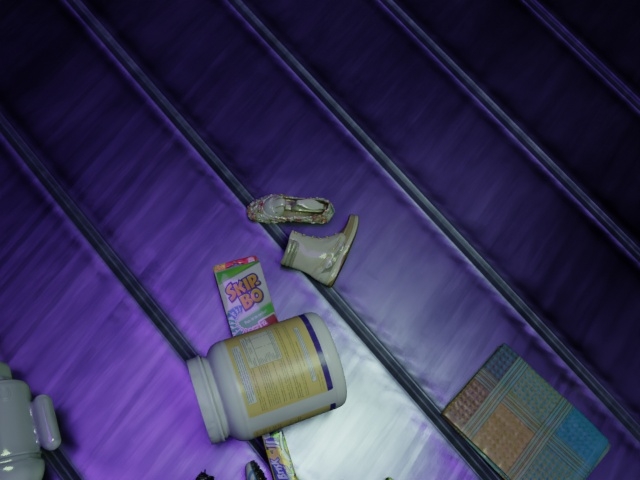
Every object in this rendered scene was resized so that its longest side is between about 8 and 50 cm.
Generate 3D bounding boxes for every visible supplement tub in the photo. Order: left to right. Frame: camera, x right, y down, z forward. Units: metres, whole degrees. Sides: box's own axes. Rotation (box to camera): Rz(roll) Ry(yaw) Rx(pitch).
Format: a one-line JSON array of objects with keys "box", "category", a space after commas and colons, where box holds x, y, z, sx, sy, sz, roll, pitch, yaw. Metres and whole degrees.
[{"box": [-0.128, 0.327, 1.702, 0.331, 0.241, 0.241, -17, 73, -12], "category": "supplement tub"}]

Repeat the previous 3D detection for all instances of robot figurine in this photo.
[{"box": [-0.734, 0.446, 1.607, 0.299, 0.200, 0.353, -19, 73, -3], "category": "robot figurine"}]

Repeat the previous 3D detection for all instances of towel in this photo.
[{"box": [0.523, 0.480, 1.833, 0.370, 0.040, 0.271, 43, 71, 10], "category": "towel"}]

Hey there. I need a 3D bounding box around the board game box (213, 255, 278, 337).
[{"box": [-0.187, 0.166, 1.864, 0.124, 0.039, 0.259, -15, 70, -12], "category": "board game box"}]

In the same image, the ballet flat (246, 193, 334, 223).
[{"box": [-0.079, -0.092, 1.946, 0.241, 0.077, 0.091, -1, 71, -7], "category": "ballet flat"}]

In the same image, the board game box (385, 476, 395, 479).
[{"box": [0.157, 0.669, 1.717, 0.092, 0.043, 0.181, 31, 70, 4], "category": "board game box"}]

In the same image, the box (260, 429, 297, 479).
[{"box": [-0.096, 0.533, 1.727, 0.054, 0.059, 0.169, -14, 73, -13], "category": "box"}]

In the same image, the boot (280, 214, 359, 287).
[{"box": [0.000, 0.000, 1.923, 0.165, 0.077, 0.213, 24, 73, 4], "category": "boot"}]

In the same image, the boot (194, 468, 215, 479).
[{"box": [-0.284, 0.589, 1.663, 0.045, 0.099, 0.121, 27, 69, 5], "category": "boot"}]

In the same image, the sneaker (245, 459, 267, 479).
[{"box": [-0.149, 0.633, 1.676, 0.086, 0.085, 0.237, -18, 66, 7], "category": "sneaker"}]
